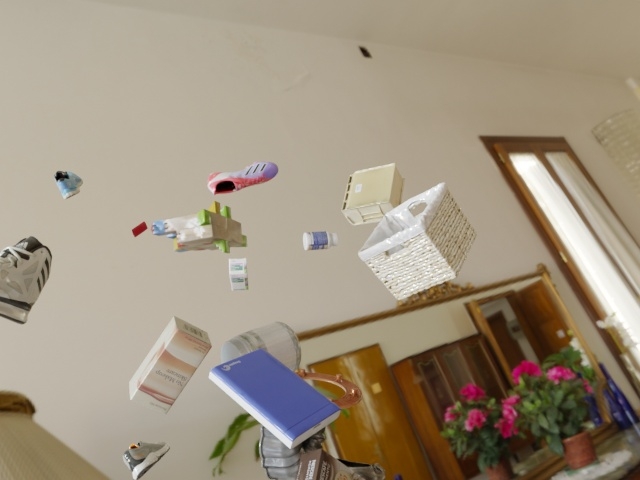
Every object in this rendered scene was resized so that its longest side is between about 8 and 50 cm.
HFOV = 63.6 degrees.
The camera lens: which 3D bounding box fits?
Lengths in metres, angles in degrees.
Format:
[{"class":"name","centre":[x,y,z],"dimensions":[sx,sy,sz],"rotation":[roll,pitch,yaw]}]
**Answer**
[{"class":"camera lens","centre":[-0.231,0.459,2.064],"dimensions":[0.274,0.220,0.219],"rotation":[-13,-23,-39]}]

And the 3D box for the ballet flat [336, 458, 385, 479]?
[{"class":"ballet flat","centre":[0.111,0.797,1.820],"dimensions":[0.249,0.058,0.084],"rotation":[1,2,28]}]

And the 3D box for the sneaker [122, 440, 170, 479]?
[{"class":"sneaker","centre":[-0.619,0.754,1.836],"dimensions":[0.100,0.108,0.271],"rotation":[-44,-7,-8]}]

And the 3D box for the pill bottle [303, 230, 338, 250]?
[{"class":"pill bottle","centre":[0.000,0.000,1.889],"dimensions":[0.120,0.067,0.067],"rotation":[-4,-26,-13]}]

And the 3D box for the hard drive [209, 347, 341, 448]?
[{"class":"hard drive","centre":[-0.127,0.424,1.435],"dimensions":[0.210,0.318,0.040],"rotation":[-11,-56,-52]}]

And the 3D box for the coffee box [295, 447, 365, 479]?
[{"class":"coffee box","centre":[0.037,0.794,1.645],"dimensions":[0.098,0.141,0.246],"rotation":[-29,-60,33]}]

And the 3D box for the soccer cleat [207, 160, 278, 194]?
[{"class":"soccer cleat","centre":[-0.255,-0.203,1.734],"dimensions":[0.247,0.095,0.083],"rotation":[-12,-50,-14]}]

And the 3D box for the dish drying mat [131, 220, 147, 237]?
[{"class":"dish drying mat","centre":[-0.654,-0.041,1.866],"dimensions":[0.008,0.032,0.083],"rotation":[-7,21,18]}]

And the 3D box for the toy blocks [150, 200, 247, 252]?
[{"class":"toy blocks","centre":[-0.483,-0.024,2.031],"dimensions":[0.260,0.191,0.381],"rotation":[-10,-9,13]}]

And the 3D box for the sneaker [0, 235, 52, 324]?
[{"class":"sneaker","centre":[-0.986,0.067,1.539],"dimensions":[0.168,0.258,0.448],"rotation":[18,-20,15]}]

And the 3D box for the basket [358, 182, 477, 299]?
[{"class":"basket","centre":[0.383,0.009,2.002],"dimensions":[0.328,0.266,0.331],"rotation":[-30,13,43]}]

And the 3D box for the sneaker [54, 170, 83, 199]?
[{"class":"sneaker","centre":[-0.767,-0.186,1.564],"dimensions":[0.063,0.162,0.073],"rotation":[-30,-59,-12]}]

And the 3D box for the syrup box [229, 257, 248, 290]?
[{"class":"syrup box","centre":[-0.443,0.186,2.805],"dimensions":[0.093,0.097,0.237],"rotation":[-2,-26,-7]}]

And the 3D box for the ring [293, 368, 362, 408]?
[{"class":"ring","centre":[-0.019,0.511,1.804],"dimensions":[0.336,0.032,0.336],"rotation":[5,3,0]}]

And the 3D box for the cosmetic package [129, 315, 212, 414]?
[{"class":"cosmetic package","centre":[-0.536,0.443,1.840],"dimensions":[0.153,0.129,0.296],"rotation":[32,-88,-25]}]

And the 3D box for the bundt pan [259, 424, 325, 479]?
[{"class":"bundt pan","centre":[-0.079,0.691,1.835],"dimensions":[0.124,0.331,0.330],"rotation":[-1,-11,26]}]

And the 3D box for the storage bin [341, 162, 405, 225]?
[{"class":"storage bin","centre":[0.257,-0.223,2.519],"dimensions":[0.260,0.263,0.123],"rotation":[-9,-42,28]}]
